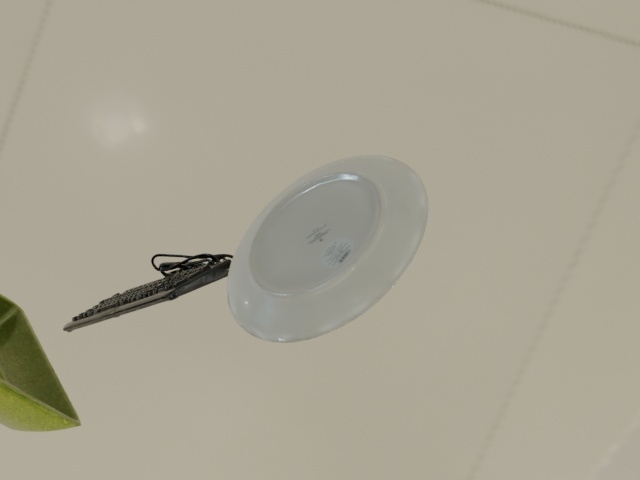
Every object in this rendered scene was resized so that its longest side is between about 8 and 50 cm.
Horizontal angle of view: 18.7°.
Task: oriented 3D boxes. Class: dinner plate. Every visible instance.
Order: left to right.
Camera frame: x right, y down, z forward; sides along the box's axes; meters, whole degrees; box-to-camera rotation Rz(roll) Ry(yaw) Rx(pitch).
[{"bbox_3d":[0.000,0.000,1.168,0.141,0.141,0.017,-38,130,4],"label":"dinner plate"}]

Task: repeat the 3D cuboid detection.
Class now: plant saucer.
[{"bbox_3d":[-0.302,0.078,1.590,0.045,0.188,0.188,-48,129,8],"label":"plant saucer"}]

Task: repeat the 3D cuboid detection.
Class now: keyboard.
[{"bbox_3d":[-0.144,0.035,1.652,0.100,0.192,0.038,-23,94,-37],"label":"keyboard"}]
